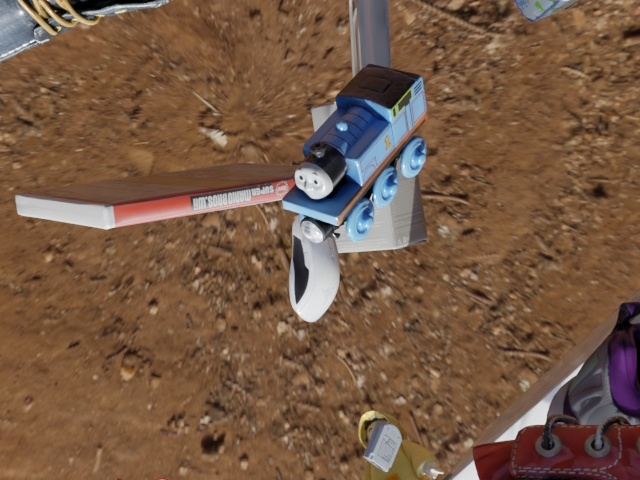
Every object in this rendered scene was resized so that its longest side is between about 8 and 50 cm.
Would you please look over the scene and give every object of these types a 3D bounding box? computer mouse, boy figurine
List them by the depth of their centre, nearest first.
[{"bbox_3d":[0.000,0.000,1.160,0.042,0.106,0.193,-9,74,33],"label":"computer mouse"},{"bbox_3d":[0.136,0.415,1.705,0.177,0.285,0.092,-34,135,27],"label":"boy figurine"}]

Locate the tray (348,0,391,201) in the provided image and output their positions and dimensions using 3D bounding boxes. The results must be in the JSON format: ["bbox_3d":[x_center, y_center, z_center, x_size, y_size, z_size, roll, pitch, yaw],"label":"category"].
[{"bbox_3d":[0.054,-0.177,1.080,0.030,0.145,0.270,-2,84,-3],"label":"tray"}]

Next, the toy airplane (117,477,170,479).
[{"bbox_3d":[-0.251,0.396,1.498,0.151,0.151,0.028,29,56,-7],"label":"toy airplane"}]

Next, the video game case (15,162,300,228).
[{"bbox_3d":[-0.142,-0.051,1.018,0.285,0.204,0.025,-12,102,-38],"label":"video game case"}]

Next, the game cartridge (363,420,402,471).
[{"bbox_3d":[0.080,0.259,1.241,0.017,0.083,0.056,21,74,28],"label":"game cartridge"}]

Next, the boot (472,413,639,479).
[{"bbox_3d":[0.155,0.055,0.360,0.176,0.088,0.244,16,77,20],"label":"boot"}]

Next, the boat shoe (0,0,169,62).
[{"bbox_3d":[-0.139,-0.136,0.514,0.183,0.083,0.065,-39,137,-3],"label":"boat shoe"}]

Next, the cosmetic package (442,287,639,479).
[{"bbox_3d":[0.329,0.237,1.346,0.097,0.284,0.377,47,122,13],"label":"cosmetic package"}]

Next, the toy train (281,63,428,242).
[{"bbox_3d":[0.035,-0.081,0.920,0.184,0.080,0.105,-49,141,-32],"label":"toy train"}]

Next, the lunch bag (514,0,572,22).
[{"bbox_3d":[0.325,-0.421,1.396,0.090,0.219,0.176,-27,91,-7],"label":"lunch bag"}]

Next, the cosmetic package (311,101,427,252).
[{"bbox_3d":[0.076,-0.104,1.520,0.127,0.107,0.238,-2,95,39],"label":"cosmetic package"}]

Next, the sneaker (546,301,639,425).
[{"bbox_3d":[0.215,0.132,0.500,0.083,0.223,0.098,-19,140,-38],"label":"sneaker"}]
